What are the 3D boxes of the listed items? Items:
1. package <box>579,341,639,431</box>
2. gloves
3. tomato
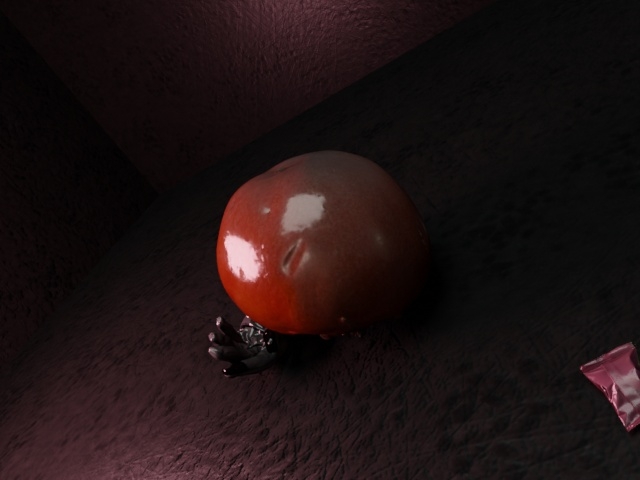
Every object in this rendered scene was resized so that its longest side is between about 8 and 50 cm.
[{"bbox_3d":[0.303,0.142,0.537,0.059,0.029,0.083,-34,31,13],"label":"package"},{"bbox_3d":[-0.102,0.151,0.993,0.142,0.119,0.285,-22,12,31],"label":"gloves"},{"bbox_3d":[0.000,0.000,0.878,0.342,0.272,0.341,-14,13,3],"label":"tomato"}]
